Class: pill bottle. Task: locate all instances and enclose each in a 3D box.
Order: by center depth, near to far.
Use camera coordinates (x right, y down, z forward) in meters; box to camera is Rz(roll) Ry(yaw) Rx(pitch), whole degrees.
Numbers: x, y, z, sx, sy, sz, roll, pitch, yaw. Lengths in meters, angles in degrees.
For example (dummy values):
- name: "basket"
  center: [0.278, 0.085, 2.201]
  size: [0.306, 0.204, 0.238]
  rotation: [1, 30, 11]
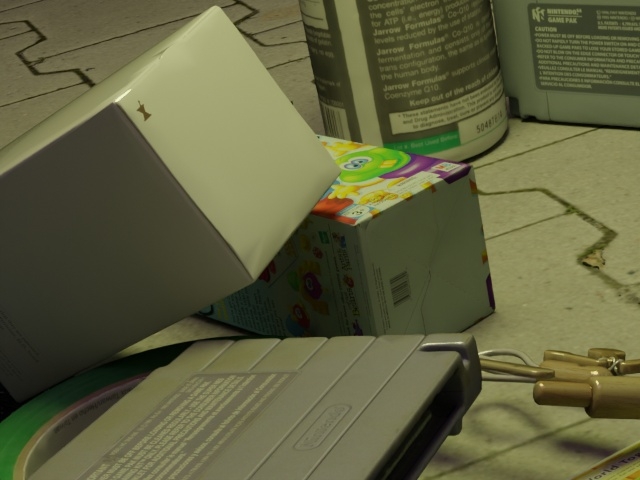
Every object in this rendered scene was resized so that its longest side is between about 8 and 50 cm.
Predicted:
- name: "pill bottle"
  center: [0.077, -0.269, 1.869]
  size: [0.204, 0.361, 0.204]
  rotation: [-10, 23, 4]

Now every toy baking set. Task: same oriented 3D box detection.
- name: "toy baking set"
  center: [0.191, 0.104, 1.289]
  size: [0.256, 0.030, 0.197]
  rotation: [2, 3, -15]

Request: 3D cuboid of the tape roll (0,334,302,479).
- name: "tape roll"
  center: [-0.099, 0.175, 1.277]
  size: [0.321, 0.077, 0.321]
  rotation: [-10, 23, 4]

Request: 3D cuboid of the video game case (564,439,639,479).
- name: "video game case"
  center: [0.223, 0.176, 1.125]
  size: [0.227, 0.026, 0.206]
  rotation: [-24, 12, -25]

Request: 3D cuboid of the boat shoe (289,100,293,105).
- name: "boat shoe"
  center: [-0.092, -0.080, 1.864]
  size: [0.079, 0.095, 0.254]
  rotation: [7, 36, 15]

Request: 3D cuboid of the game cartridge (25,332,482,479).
- name: "game cartridge"
  center: [-0.050, 0.143, 1.114]
  size: [0.230, 0.068, 0.355]
  rotation: [-7, 14, 22]

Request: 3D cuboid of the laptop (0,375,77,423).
- name: "laptop"
  center: [-0.345, 0.112, 1.469]
  size: [0.264, 0.136, 0.234]
  rotation: [4, 28, 34]

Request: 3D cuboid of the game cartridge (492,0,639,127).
- name: "game cartridge"
  center: [0.318, -0.218, 1.844]
  size: [0.297, 0.198, 0.062]
  rotation: [8, 22, 39]

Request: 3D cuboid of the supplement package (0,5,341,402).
- name: "supplement package"
  center: [-0.165, -0.024, 1.414]
  size: [0.293, 0.175, 0.177]
  rotation: [-28, 15, 38]

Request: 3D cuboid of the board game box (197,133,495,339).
- name: "board game box"
  center: [0.000, 0.000, 1.554]
  size: [0.142, 0.144, 0.275]
  rotation: [-28, 28, -35]
